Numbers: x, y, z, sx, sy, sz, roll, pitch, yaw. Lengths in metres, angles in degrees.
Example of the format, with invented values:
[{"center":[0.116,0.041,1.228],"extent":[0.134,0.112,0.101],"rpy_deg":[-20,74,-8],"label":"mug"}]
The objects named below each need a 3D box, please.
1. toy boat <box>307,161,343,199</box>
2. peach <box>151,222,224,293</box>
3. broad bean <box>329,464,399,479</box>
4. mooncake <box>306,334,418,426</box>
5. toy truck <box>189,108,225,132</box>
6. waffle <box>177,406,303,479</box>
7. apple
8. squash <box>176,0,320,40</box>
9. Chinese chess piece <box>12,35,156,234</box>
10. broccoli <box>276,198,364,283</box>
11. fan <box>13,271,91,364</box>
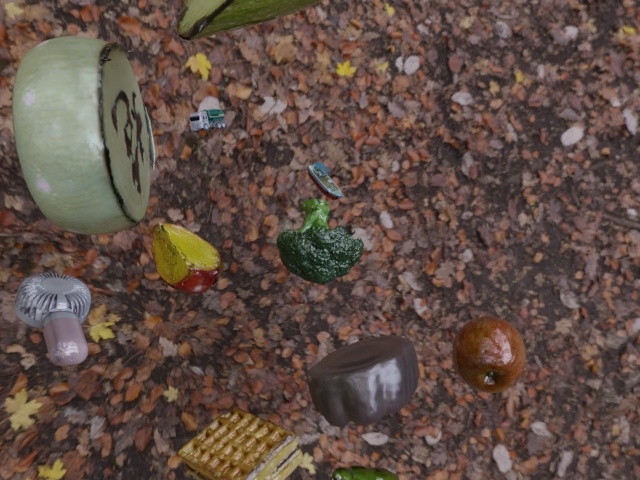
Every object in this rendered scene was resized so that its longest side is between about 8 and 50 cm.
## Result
[{"center":[0.020,-0.214,1.913],"extent":[0.172,0.059,0.069],"rpy_deg":[52,38,11],"label":"toy boat"},{"center":[-0.287,0.044,1.116],"extent":[0.172,0.127,0.092],"rpy_deg":[35,115,7],"label":"peach"},{"center":[0.093,0.522,1.172],"extent":[0.255,0.065,0.046],"rpy_deg":[26,82,-43],"label":"broad bean"},{"center":[0.118,0.375,1.443],"extent":[0.306,0.306,0.154],"rpy_deg":[-16,94,-18],"label":"mooncake"},{"center":[-0.226,-0.240,1.066],"extent":[0.083,0.039,0.044],"rpy_deg":[-29,114,-59],"label":"toy truck"},{"center":[-0.102,0.269,0.672],"extent":[0.102,0.148,0.042],"rpy_deg":[-36,113,-36],"label":"waffle"},{"center":[0.439,0.300,1.393],"extent":[0.188,0.188,0.173],"rpy_deg":[35,32,-9],"label":"apple"},{"center":[-0.041,-0.231,0.479],"extent":[0.184,0.192,0.085],"rpy_deg":[-48,125,8],"label":"squash"},{"center":[-0.406,-0.184,0.963],"extent":[0.147,0.349,0.348],"rpy_deg":[-4,83,-4],"label":"Chinese chess piece"},{"center":[0.000,0.000,1.788],"extent":[0.298,0.297,0.296],"rpy_deg":[6,71,-16],"label":"broccoli"},{"center":[-0.483,0.143,0.983],"extent":[0.130,0.244,0.074],"rpy_deg":[8,114,-38],"label":"fan"}]
